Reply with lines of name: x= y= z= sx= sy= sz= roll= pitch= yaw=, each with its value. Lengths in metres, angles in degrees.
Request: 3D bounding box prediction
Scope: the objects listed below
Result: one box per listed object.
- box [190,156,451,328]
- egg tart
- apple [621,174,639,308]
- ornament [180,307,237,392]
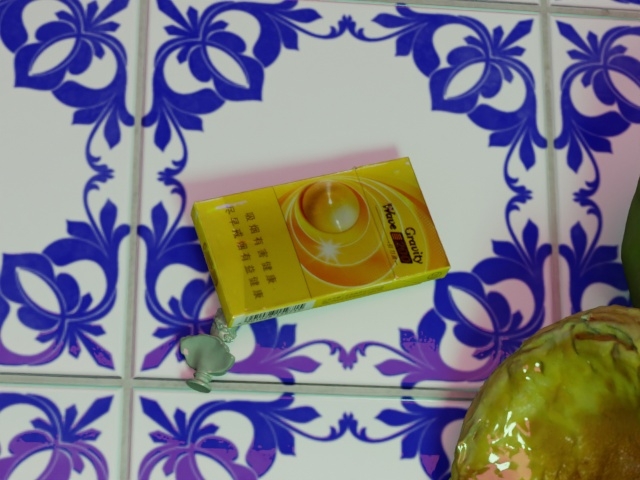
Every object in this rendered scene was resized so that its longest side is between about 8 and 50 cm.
box: x=0.000 y=0.000 z=1.943 sx=0.269 sy=0.043 sz=0.152 roll=-12 pitch=69 yaw=-18
egg tart: x=0.297 y=0.258 z=1.773 sx=0.169 sy=0.388 sz=0.388 roll=21 pitch=65 yaw=-34
apple: x=0.506 y=0.017 z=1.862 sx=0.357 sy=0.357 sz=0.357 roll=2 pitch=70 yaw=-7
ornament: x=-0.122 y=0.123 z=1.900 sx=0.092 sy=0.041 sz=0.068 roll=-45 pitch=59 yaw=-8
